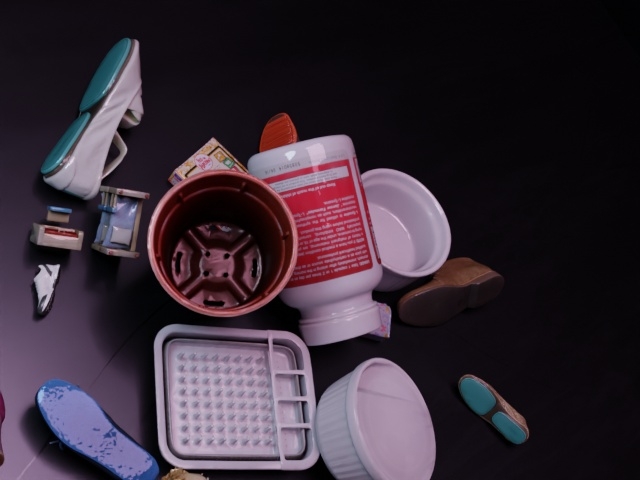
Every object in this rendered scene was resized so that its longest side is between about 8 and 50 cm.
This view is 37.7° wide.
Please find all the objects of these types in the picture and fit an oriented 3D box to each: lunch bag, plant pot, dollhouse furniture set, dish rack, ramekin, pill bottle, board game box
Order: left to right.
[{"bbox_3d":[-0.442,-0.044,1.794,0.183,0.129,0.129,8,91,-28],"label":"dollhouse furniture set"},{"bbox_3d":[-0.195,0.028,1.813,0.272,0.265,0.273,2,78,-9],"label":"plant pot"},{"bbox_3d":[-0.216,-0.115,2.063,0.193,0.045,0.147,44,50,-2],"label":"board game box"},{"bbox_3d":[-0.171,0.312,1.822,0.332,0.072,0.286,8,60,-28],"label":"dish rack"},{"bbox_3d":[0.000,0.000,1.955,0.229,0.229,0.408,-15,92,-37],"label":"pill bottle"},{"bbox_3d":[0.104,0.381,1.871,0.273,0.127,0.273,33,44,-39],"label":"ramekin"},{"bbox_3d":[0.118,0.177,2.093,0.071,0.053,0.083,16,66,-21],"label":"lunch bag"},{"bbox_3d":[0.152,-0.016,2.173,0.277,0.135,0.277,15,57,-23],"label":"ramekin"}]

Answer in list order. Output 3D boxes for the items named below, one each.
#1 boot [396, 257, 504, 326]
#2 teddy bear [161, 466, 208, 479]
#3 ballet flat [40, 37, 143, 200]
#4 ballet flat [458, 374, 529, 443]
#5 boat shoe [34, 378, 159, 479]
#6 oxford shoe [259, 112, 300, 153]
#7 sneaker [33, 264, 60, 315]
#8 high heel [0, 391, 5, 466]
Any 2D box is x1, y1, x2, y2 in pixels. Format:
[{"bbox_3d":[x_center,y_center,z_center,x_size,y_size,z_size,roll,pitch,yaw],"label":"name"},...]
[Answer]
[{"bbox_3d":[0.286,0.118,2.223,0.305,0.112,0.115,-15,41,-32],"label":"boot"},{"bbox_3d":[-0.320,0.474,1.508,0.337,0.245,0.113,-23,117,-15],"label":"teddy bear"},{"bbox_3d":[-0.449,-0.246,1.961,0.139,0.139,0.400,28,56,-15],"label":"ballet flat"},{"bbox_3d":[0.395,0.380,2.146,0.206,0.073,0.067,48,22,-2],"label":"ballet flat"},{"bbox_3d":[-0.404,0.353,1.648,0.258,0.089,0.109,48,62,-5],"label":"boat shoe"},{"bbox_3d":[-0.073,-0.177,2.179,0.098,0.096,0.271,41,32,-50],"label":"oxford shoe"},{"bbox_3d":[-0.520,0.092,1.763,0.043,0.040,0.109,9,54,-8],"label":"sneaker"},{"bbox_3d":[-0.702,0.301,1.499,0.377,0.127,0.181,4,39,-29],"label":"high heel"}]
